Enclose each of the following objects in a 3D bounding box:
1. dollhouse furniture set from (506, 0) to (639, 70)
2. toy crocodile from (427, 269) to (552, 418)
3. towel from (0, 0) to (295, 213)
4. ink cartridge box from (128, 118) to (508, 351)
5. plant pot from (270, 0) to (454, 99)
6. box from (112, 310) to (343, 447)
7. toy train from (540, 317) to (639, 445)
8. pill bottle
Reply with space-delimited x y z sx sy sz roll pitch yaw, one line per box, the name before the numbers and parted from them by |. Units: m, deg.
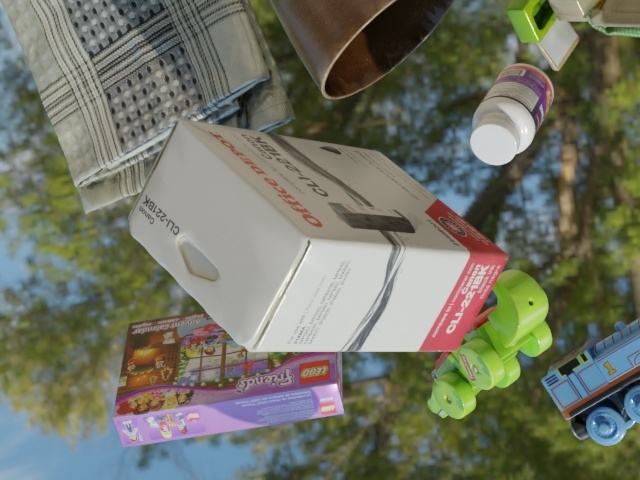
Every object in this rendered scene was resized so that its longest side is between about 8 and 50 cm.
dollhouse furniture set | 0.417 -0.297 1.674 0.302 0.151 0.197 13 -118 51
toy crocodile | 0.216 0.151 1.798 0.115 0.105 0.340 -31 165 -23
towel | -0.202 -0.213 1.397 0.312 0.324 0.056 -22 -179 33
ink cartridge box | 0.000 0.000 1.178 0.273 0.114 0.197 4 -150 -48
plant pot | 0.015 -0.331 1.659 0.215 0.230 0.215 -38 167 -10
box | -0.117 0.166 1.767 0.293 0.057 0.201 -10 -146 5
toy train | 0.325 0.137 1.393 0.184 0.105 0.080 -36 173 26
pill bottle | 0.320 -0.210 2.262 0.108 0.108 0.193 1 -146 27
